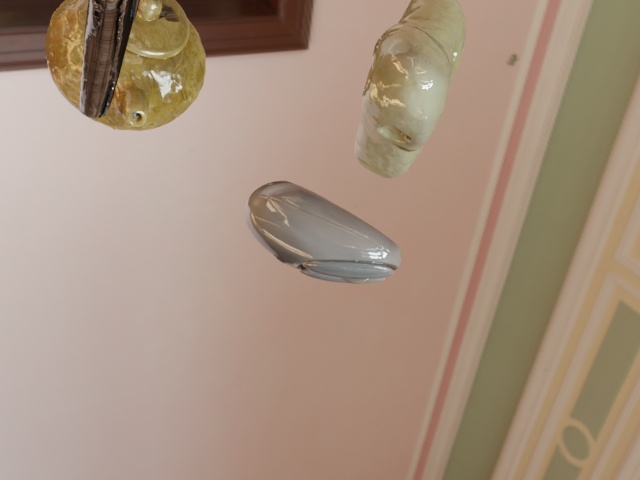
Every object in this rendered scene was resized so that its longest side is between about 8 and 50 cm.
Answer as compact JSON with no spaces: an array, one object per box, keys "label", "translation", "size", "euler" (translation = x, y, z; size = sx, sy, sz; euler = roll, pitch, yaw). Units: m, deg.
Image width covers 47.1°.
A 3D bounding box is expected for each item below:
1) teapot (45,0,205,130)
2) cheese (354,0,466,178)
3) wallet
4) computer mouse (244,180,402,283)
[{"label":"teapot","translation":[-0.242,-0.268,0.954],"size":[0.167,0.203,0.311],"euler":[-43,-135,49]},{"label":"cheese","translation":[0.161,-0.296,1.185],"size":[0.351,0.129,0.329],"euler":[96,17,-77]},{"label":"wallet","translation":[-0.203,-0.218,0.714],"size":[0.230,0.042,0.124],"euler":[136,-34,-66]},{"label":"computer mouse","translation":[-0.002,0.002,0.425],"size":[0.096,0.039,0.066],"euler":[30,-11,-1]}]
